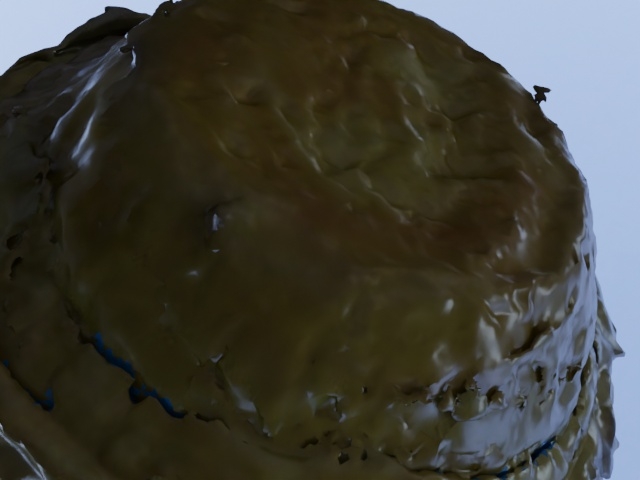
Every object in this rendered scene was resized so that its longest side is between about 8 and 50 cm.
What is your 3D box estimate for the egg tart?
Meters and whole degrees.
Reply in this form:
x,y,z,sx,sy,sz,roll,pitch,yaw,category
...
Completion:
x,y,z,sx,sy,sz,roll,pitch,yaw,category
0.000,0.000,0.599,0.388,0.169,0.388,15,-135,-15,egg tart
